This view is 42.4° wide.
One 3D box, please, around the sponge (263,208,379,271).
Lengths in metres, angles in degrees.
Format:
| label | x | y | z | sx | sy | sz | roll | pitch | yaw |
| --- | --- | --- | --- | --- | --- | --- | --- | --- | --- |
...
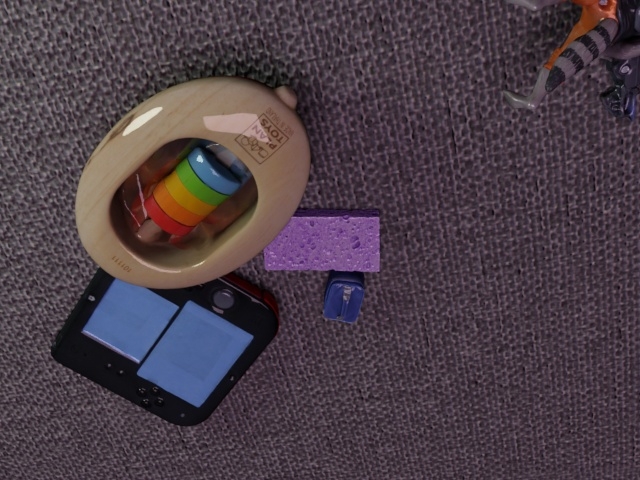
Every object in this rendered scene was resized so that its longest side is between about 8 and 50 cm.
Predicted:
| label | x | y | z | sx | sy | sz | roll | pitch | yaw |
| --- | --- | --- | --- | --- | --- | --- | --- | --- | --- |
| sponge | 0.000 | 0.000 | 1.462 | 0.210 | 0.031 | 0.117 | 0 | 124 | 3 |

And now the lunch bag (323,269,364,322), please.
| label | x | y | z | sx | sy | sz | roll | pitch | yaw |
| --- | --- | --- | --- | --- | --- | --- | --- | --- | --- |
| lunch bag | 0.041 | 0.104 | 1.508 | 0.067 | 0.065 | 0.098 | 10 | 123 | -3 |

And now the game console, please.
| label | x | y | z | sx | sy | sz | roll | pitch | yaw |
| --- | --- | --- | --- | --- | --- | --- | --- | --- | --- |
| game console | -0.298 | 0.179 | 1.584 | 0.342 | 0.060 | 0.386 | 29 | 120 | -16 |

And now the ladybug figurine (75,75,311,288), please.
| label | x | y | z | sx | sy | sz | roll | pitch | yaw |
| --- | --- | --- | --- | --- | --- | --- | --- | --- | --- |
| ladybug figurine | -0.198 | -0.103 | 1.326 | 0.449 | 0.162 | 0.305 | -35 | 115 | 24 |

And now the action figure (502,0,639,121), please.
| label | x | y | z | sx | sy | sz | roll | pitch | yaw |
| --- | --- | --- | --- | --- | --- | --- | --- | --- | --- |
| action figure | 0.422 | -0.275 | 1.152 | 0.330 | 0.178 | 0.341 | -23 | 126 | -5 |
